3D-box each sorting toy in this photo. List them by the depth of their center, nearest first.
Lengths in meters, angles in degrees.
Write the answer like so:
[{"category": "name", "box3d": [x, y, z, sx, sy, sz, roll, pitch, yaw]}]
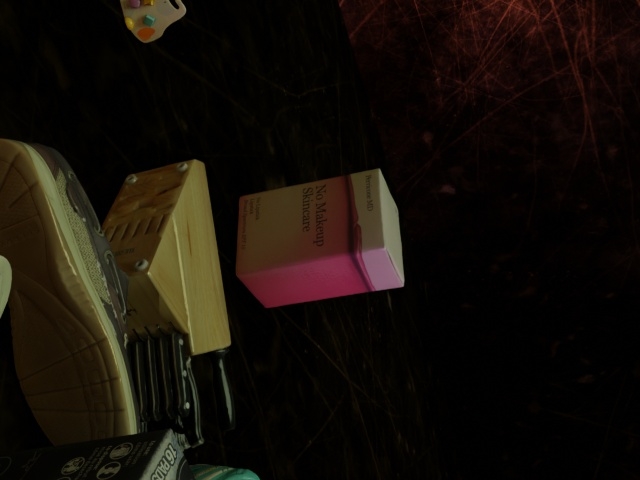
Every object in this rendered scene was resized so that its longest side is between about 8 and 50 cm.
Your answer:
[{"category": "sorting toy", "box3d": [-0.204, -0.296, 0.856, 0.045, 0.075, 0.083, -37, 114, -73]}]

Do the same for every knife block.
[{"category": "knife block", "box3d": [-0.154, 0.082, 0.758, 0.275, 0.088, 0.242, -83, 157, -49]}]

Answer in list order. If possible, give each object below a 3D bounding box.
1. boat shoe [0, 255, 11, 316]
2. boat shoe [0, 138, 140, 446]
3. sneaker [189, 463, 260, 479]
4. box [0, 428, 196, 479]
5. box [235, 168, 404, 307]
[{"category": "boat shoe", "box3d": [-0.281, 0.058, 0.325, 0.109, 0.091, 0.305, -67, 172, 20]}, {"category": "boat shoe", "box3d": [-0.204, 0.051, 0.581, 0.285, 0.103, 0.092, 71, 22, -7]}, {"category": "sneaker", "box3d": [-0.131, 0.305, 0.643, 0.275, 0.110, 0.107, -67, 143, -62]}, {"category": "box", "box3d": [-0.175, 0.256, 0.422, 0.247, 0.164, 0.142, -68, 142, -62]}, {"category": "box", "box3d": [0.000, 0.000, 1.076, 0.127, 0.233, 0.148, 57, 26, -54]}]
